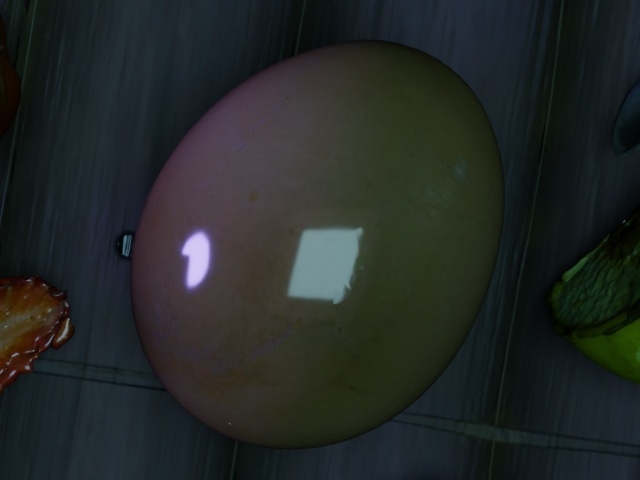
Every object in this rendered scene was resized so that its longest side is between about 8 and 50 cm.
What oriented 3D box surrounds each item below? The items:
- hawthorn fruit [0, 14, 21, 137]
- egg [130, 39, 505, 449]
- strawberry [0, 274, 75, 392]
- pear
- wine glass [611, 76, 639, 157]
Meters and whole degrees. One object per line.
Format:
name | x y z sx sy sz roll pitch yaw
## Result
hawthorn fruit | -0.378 -0.134 1.469 0.225 0.196 0.196 -27 97 13
egg | 0.000 0.000 1.469 0.301 0.301 0.374 27 85 -9
strawberry | -0.318 0.092 1.540 0.188 0.082 0.121 -26 116 -17
pear | 0.378 0.074 1.582 0.255 0.164 0.238 37 116 -21
wine glass | 0.404 -0.080 1.633 0.231 0.103 0.103 24 89 -14
